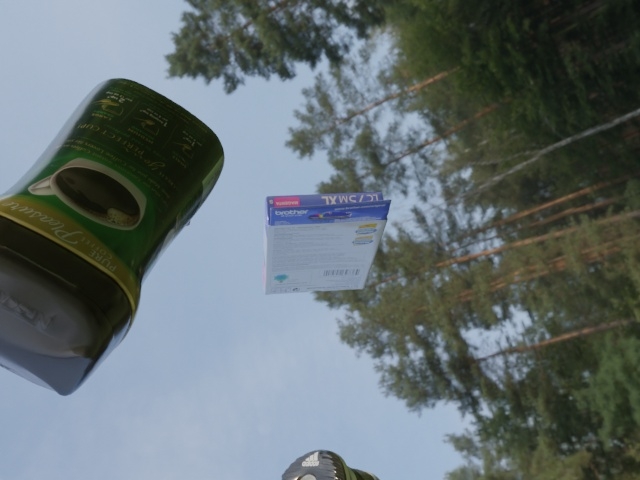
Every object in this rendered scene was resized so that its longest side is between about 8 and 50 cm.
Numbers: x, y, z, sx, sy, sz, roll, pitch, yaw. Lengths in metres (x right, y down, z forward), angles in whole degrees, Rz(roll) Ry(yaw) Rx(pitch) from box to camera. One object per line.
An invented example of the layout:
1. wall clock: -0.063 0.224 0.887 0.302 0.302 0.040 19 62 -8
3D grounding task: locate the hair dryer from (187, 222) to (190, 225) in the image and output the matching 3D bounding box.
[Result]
1. hair dryer: -0.267 0.002 0.803 0.224 0.080 0.294 29 -145 23

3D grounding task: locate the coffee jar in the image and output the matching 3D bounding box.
1. coffee jar: -0.125 -0.009 0.374 0.096 0.079 0.184 32 -142 -10

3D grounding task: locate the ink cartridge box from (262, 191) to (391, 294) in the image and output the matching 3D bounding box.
1. ink cartridge box: 0.000 0.000 1.126 0.311 0.186 0.065 101 164 -64

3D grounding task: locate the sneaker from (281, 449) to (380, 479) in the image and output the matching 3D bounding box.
1. sneaker: 0.039 0.499 0.792 0.258 0.169 0.447 34 -123 -33
